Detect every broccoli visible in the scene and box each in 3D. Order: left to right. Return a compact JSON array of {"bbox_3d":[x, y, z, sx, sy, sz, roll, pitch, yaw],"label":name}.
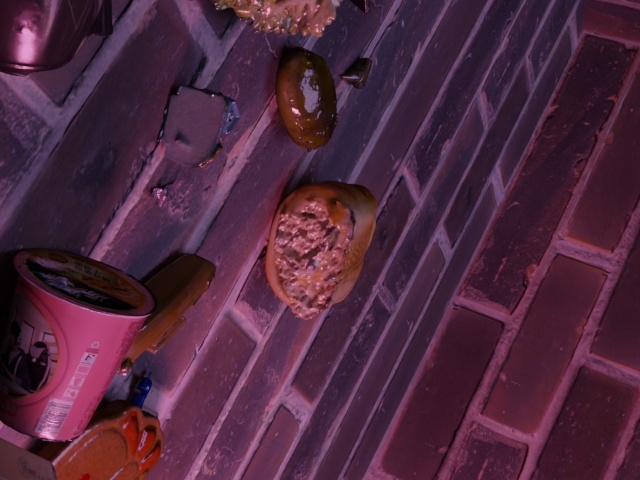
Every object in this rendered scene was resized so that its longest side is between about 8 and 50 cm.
[{"bbox_3d":[-0.055,-0.482,1.651,0.293,0.281,0.347,-52,141,-35],"label":"broccoli"}]

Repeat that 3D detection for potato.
[{"bbox_3d":[-0.027,-0.299,2.052,0.149,0.113,0.251,-46,148,-34],"label":"potato"}]

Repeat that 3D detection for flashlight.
[{"bbox_3d":[-0.369,0.319,1.939,0.057,0.035,0.121,-102,-144,-82],"label":"flashlight"}]

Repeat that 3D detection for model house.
[{"bbox_3d":[-0.204,-0.212,1.778,0.149,0.119,0.148,-24,131,-67],"label":"model house"}]

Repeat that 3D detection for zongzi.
[{"bbox_3d":[0.082,-0.406,2.293,0.083,0.040,0.076,22,82,-48],"label":"zongzi"}]

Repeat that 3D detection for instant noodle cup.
[{"bbox_3d":[-0.413,0.170,1.546,0.244,0.244,0.255,-2,119,-63],"label":"instant noodle cup"}]

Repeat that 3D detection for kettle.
[{"bbox_3d":[-0.399,-0.358,1.182,0.321,0.228,0.324,-7,123,-33],"label":"kettle"}]

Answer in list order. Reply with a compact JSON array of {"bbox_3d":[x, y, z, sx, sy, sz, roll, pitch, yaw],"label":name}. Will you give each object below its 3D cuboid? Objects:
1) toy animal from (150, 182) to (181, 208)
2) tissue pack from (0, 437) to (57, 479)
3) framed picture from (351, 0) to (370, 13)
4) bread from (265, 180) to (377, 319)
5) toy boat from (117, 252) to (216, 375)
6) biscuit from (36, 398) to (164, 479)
[{"bbox_3d":[-0.288,-0.082,1.794,0.084,0.028,0.050,-15,114,-59],"label":"toy animal"},{"bbox_3d":[-0.555,0.352,1.430,0.238,0.239,0.305,-62,154,-15],"label":"tissue pack"},{"bbox_3d":[0.012,-0.614,1.750,0.016,0.265,0.347,-24,136,-17],"label":"framed picture"},{"bbox_3d":[0.000,0.000,2.247,0.270,0.211,0.315,-32,145,-64],"label":"bread"},{"bbox_3d":[-0.307,0.138,1.859,0.321,0.089,0.121,-47,153,-42],"label":"toy boat"},{"bbox_3d":[-0.437,0.474,1.854,0.359,0.074,0.381,-48,148,-23],"label":"biscuit"}]
